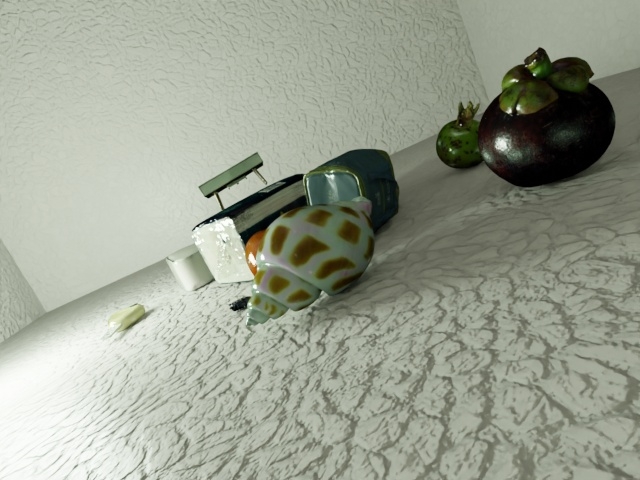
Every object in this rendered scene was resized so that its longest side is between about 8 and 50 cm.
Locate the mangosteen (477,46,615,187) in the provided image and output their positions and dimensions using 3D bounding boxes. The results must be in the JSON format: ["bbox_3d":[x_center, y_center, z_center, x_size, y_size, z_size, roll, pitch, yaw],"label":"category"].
[{"bbox_3d":[0.525,-0.281,1.010,0.300,0.300,0.300,-23,12,5],"label":"mangosteen"}]

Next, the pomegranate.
[{"bbox_3d":[0.543,-0.392,1.585,0.211,0.263,0.211,-8,39,7],"label":"pomegranate"}]

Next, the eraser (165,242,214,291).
[{"bbox_3d":[-0.525,0.095,1.778,0.331,0.150,0.331,-21,14,6],"label":"eraser"}]

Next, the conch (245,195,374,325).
[{"bbox_3d":[-0.018,0.038,0.917,0.368,0.197,0.249,-26,-23,-5],"label":"conch"}]

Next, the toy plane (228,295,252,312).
[{"bbox_3d":[-0.197,0.161,1.121,0.120,0.031,0.049,-26,3,5],"label":"toy plane"}]

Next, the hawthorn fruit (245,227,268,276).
[{"bbox_3d":[-0.124,0.046,1.161,0.173,0.173,0.173,-23,12,5],"label":"hawthorn fruit"}]

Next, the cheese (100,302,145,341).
[{"bbox_3d":[-0.718,0.299,1.488,0.127,0.054,0.251,-24,13,0],"label":"cheese"}]

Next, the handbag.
[{"bbox_3d":[0.102,-0.134,1.266,0.222,0.263,0.241,4,28,31],"label":"handbag"}]

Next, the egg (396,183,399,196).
[{"bbox_3d":[0.193,-0.162,1.493,0.181,0.141,0.141,-26,11,10],"label":"egg"}]

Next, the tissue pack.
[{"bbox_3d":[-0.201,-0.044,1.474,0.264,0.253,0.416,-16,14,42],"label":"tissue pack"}]

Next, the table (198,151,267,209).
[{"bbox_3d":[-0.301,-0.204,1.503,0.240,0.111,0.121,-32,7,-4],"label":"table"}]
